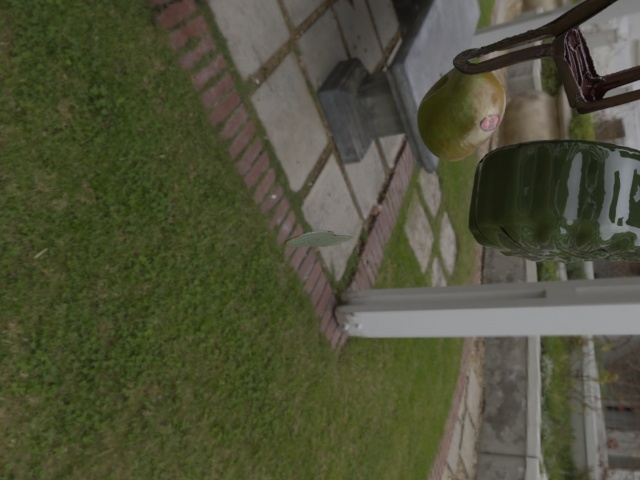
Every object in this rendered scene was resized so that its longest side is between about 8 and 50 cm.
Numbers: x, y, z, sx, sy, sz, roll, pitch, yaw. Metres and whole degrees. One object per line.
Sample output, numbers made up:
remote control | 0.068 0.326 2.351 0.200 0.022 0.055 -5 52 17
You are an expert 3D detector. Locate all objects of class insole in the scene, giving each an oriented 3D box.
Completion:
insole | 0.000 0.000 0.775 0.188 0.064 0.004 4 68 -68

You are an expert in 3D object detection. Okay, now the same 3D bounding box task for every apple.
apple | 0.374 -0.346 1.491 0.194 0.261 0.261 40 43 -14

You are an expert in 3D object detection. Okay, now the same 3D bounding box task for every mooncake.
mooncake | 0.456 -0.057 1.034 0.351 0.351 0.187 22 78 -59

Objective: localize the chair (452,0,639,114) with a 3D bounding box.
chair | 0.421 -0.308 0.957 0.175 0.326 0.183 -43 111 -43
